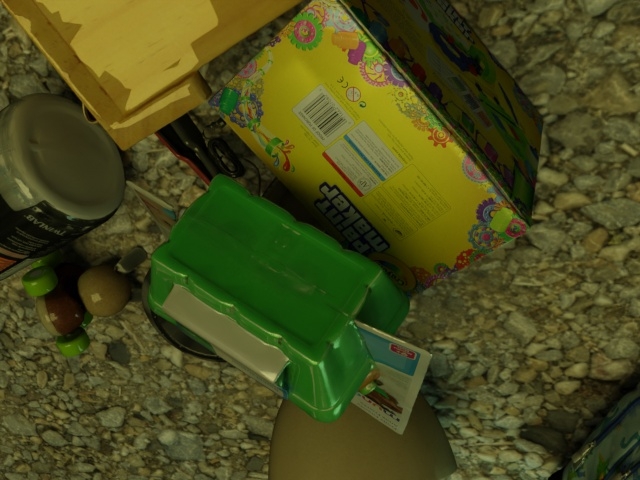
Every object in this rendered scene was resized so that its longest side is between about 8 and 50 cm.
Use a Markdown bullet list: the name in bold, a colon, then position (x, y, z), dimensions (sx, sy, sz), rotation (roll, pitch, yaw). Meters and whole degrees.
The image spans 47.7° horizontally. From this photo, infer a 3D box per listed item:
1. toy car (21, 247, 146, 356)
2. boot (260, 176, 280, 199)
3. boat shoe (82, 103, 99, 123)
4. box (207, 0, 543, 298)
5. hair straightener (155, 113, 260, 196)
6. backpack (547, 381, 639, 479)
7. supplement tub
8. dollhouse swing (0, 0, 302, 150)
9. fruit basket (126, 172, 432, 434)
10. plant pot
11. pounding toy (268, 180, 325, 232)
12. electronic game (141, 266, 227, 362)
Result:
- **toy car**: position (-0.369, 0.077, 1.206), dimensions (0.188, 0.149, 0.155), rotation (-18, 120, -3)
- **boot**: position (0.001, -0.002, 1.036), dimensions (0.208, 0.076, 0.190), rotation (35, 125, -1)
- **boat shoe**: position (-0.300, -0.237, 1.005), dimensions (0.063, 0.059, 0.170), rotation (18, 124, 8)
- **box**: position (0.084, -0.141, 0.795), dimensions (0.177, 0.279, 0.290), rotation (-35, 104, 34)
- **hair straightener**: position (-0.158, -0.126, 0.994), dimensions (0.230, 0.047, 0.089), rotation (51, 124, 11)
- **backpack**: position (0.506, 0.319, 0.970), dimensions (0.290, 0.273, 0.355), rotation (28, 113, 10)
- **supplement tub**: position (-0.475, -0.060, 1.085), dimensions (0.338, 0.207, 0.207), rotation (-23, 110, 29)
- **dollhouse swing**: position (-0.201, -0.333, 0.755), dimensions (0.305, 0.315, 0.347), rotation (-38, 116, -3)
- **fruit basket**: position (-0.045, 0.099, 0.783), dimensions (0.327, 0.165, 0.353), rotation (31, 155, 15)
- **plant pot**: position (0.046, 0.276, 1.098), dimensions (0.284, 0.284, 0.191), rotation (-17, 78, 27)
- **pounding toy**: position (-0.015, 0.013, 0.921), dimensions (0.155, 0.154, 0.269), rotation (26, 125, -3)
- **electronic game**: position (-0.181, 0.109, 1.180), dimensions (0.229, 0.048, 0.229), rotation (5, 123, 8)
